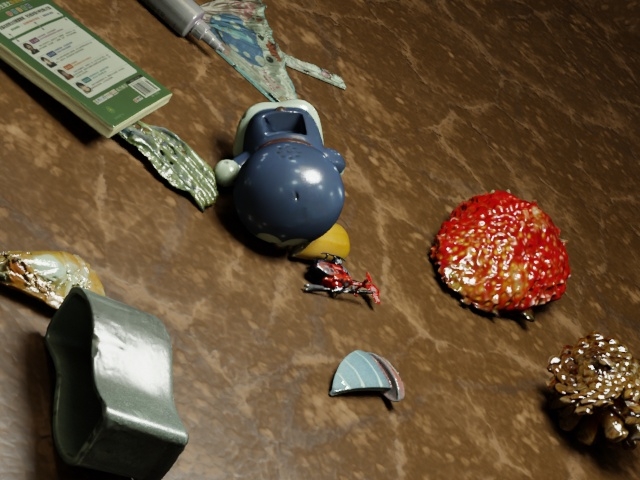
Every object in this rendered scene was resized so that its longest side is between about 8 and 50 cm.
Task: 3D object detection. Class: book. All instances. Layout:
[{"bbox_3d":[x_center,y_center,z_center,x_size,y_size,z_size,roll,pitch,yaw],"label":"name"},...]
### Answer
[{"bbox_3d":[-0.352,-0.253,2.090,0.264,0.027,0.202,37,28,3],"label":"book"}]

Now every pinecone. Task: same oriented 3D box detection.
[{"bbox_3d":[0.438,0.237,2.295,0.195,0.150,0.179,26,32,-28],"label":"pinecone"}]

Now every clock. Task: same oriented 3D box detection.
[{"bbox_3d":[-0.053,-0.094,2.142,0.199,0.147,0.243,0,36,-9],"label":"clock"}]

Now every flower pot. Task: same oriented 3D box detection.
[{"bbox_3d":[-0.225,0.156,1.624,0.108,0.103,0.229,24,32,-31],"label":"flower pot"}]

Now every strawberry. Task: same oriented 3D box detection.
[{"bbox_3d":[0.313,0.021,2.462,0.233,0.138,0.306,45,27,2],"label":"strawberry"}]

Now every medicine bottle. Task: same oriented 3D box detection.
[{"bbox_3d":[-0.229,-0.370,2.406,0.199,0.057,0.057,42,28,0],"label":"medicine bottle"}]

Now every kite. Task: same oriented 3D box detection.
[{"bbox_3d":[-0.096,-0.330,2.563,0.368,0.014,0.406,18,36,-36],"label":"kite"}]

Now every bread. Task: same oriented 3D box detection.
[{"bbox_3d":[-0.001,-0.001,2.170,0.103,0.049,0.062,12,70,-46],"label":"bread"}]

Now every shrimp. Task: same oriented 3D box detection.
[{"bbox_3d":[-0.322,0.042,1.726,0.184,0.043,0.091,16,41,-41],"label":"shrimp"}]

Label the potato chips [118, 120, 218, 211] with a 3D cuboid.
[{"bbox_3d":[-0.223,-0.124,2.099,0.207,0.028,0.092,40,33,-4],"label":"potato chips"}]

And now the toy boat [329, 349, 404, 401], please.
[{"bbox_3d":[0.051,0.180,2.012,0.122,0.034,0.096,6,38,-46],"label":"toy boat"}]

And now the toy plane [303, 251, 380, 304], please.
[{"bbox_3d":[0.030,0.057,2.155,0.145,0.037,0.060,16,41,-37],"label":"toy plane"}]
